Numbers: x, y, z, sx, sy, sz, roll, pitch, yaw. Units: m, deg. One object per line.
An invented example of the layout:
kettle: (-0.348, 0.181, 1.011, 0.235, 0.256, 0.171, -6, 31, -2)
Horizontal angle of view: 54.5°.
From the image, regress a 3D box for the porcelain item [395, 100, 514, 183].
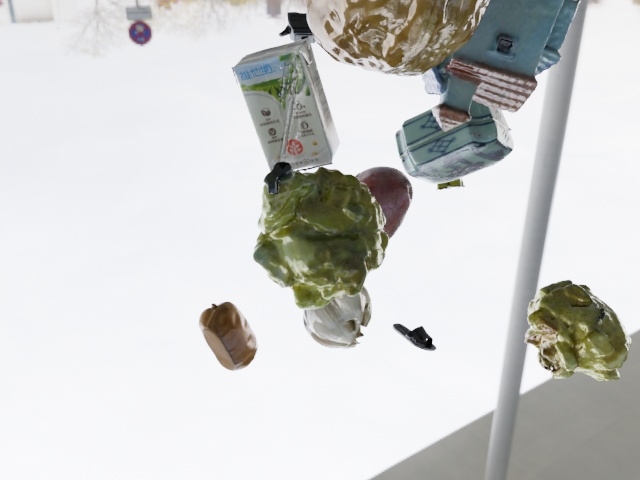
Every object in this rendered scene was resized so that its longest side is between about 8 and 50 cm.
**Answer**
porcelain item: (0.381, -0.274, 1.750, 0.286, 0.157, 0.281, -21, 164, 28)

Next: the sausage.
sausage: (-0.281, 0.290, 1.903, 0.120, 0.241, 0.136, 1, -139, 38)

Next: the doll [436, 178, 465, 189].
doll: (0.410, -0.273, 2.023, 0.143, 0.220, 0.135, -10, -176, 22)

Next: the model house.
model house: (0.351, -0.391, 1.366, 0.295, 0.329, 0.251, 13, -171, -9)

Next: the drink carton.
drink carton: (-0.083, -0.359, 1.695, 0.194, 0.324, 0.132, -9, -150, 18)

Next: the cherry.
cherry: (0.174, -0.114, 1.965, 0.221, 0.307, 0.261, 30, -124, -12)

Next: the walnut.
walnut: (0.139, -0.441, 1.057, 0.306, 0.344, 0.306, 7, -116, -14)

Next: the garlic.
garlic: (0.039, 0.212, 1.716, 0.185, 0.281, 0.203, -13, -121, -35)

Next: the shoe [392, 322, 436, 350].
shoe: (0.284, 0.277, 1.874, 0.062, 0.053, 0.159, -1, -158, -45)

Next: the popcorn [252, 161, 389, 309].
popcorn: (-0.002, 0.001, 1.210, 0.293, 0.292, 0.237, -11, 175, -23)

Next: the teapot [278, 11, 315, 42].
teapot: (-0.053, -0.715, 2.121, 0.177, 0.087, 0.096, 1, -118, 1)

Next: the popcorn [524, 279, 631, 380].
popcorn: (0.633, 0.226, 1.541, 0.252, 0.215, 0.286, 0, -154, -19)
